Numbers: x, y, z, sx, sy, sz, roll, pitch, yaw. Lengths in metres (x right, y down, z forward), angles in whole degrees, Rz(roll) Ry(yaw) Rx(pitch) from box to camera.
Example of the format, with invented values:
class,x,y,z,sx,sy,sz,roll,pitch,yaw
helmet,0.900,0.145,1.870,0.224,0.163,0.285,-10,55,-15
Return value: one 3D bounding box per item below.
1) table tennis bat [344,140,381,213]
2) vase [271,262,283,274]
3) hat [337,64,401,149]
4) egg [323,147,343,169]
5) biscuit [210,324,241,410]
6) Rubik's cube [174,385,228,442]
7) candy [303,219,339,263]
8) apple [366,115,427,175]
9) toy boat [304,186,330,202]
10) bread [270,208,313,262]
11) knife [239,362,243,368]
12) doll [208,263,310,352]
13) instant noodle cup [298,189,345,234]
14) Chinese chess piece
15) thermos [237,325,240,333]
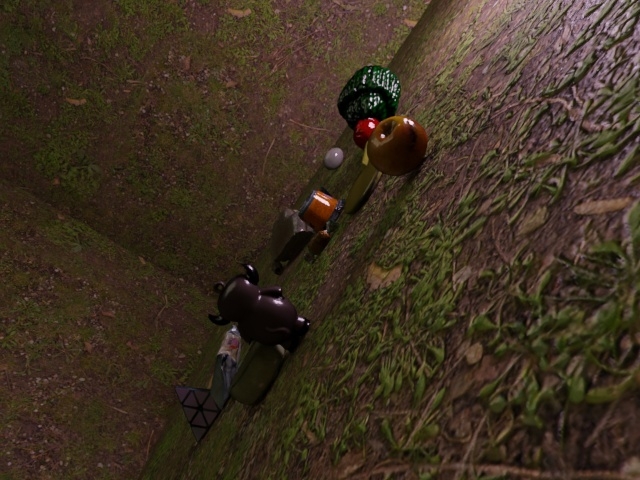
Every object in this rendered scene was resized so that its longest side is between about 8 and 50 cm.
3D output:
class,x,y,z,sx,sy,sz,roll,pitch,yaw
table tennis bat,0.156,-0.231,1.452,0.224,0.054,0.368,-50,16,42
vase,-0.209,0.138,2.095,0.053,0.053,0.100,-57,15,3
hat,0.180,-0.508,1.713,0.274,0.242,0.332,113,171,-66
egg,0.072,-0.459,2.411,0.135,0.103,0.103,-56,10,6
biscuit,-0.327,0.428,1.509,0.309,0.079,0.185,-111,30,-80
Rubik's cube,-0.424,0.547,1.519,0.190,0.178,0.211,-48,14,31
candy,0.000,0.000,1.492,0.182,0.053,0.046,-53,3,16
apple,0.183,-0.227,1.017,0.146,0.147,0.146,-55,10,15
toy boat,-0.026,-0.166,2.004,0.100,0.097,0.223,-38,22,55
bread,-0.145,-0.036,1.971,0.337,0.102,0.183,-46,50,50
knife,-0.281,0.465,1.505,0.260,0.035,0.063,128,158,-67
doll,-0.155,0.177,1.087,0.182,0.257,0.117,-57,2,5
instant noodle cup,-0.007,-0.113,1.649,0.208,0.126,0.177,-51,12,34
Chinese chess piece,-0.171,0.349,1.162,0.188,0.083,0.188,-57,6,10
thermos,-0.275,0.347,1.676,0.073,0.083,0.188,-38,4,-22
